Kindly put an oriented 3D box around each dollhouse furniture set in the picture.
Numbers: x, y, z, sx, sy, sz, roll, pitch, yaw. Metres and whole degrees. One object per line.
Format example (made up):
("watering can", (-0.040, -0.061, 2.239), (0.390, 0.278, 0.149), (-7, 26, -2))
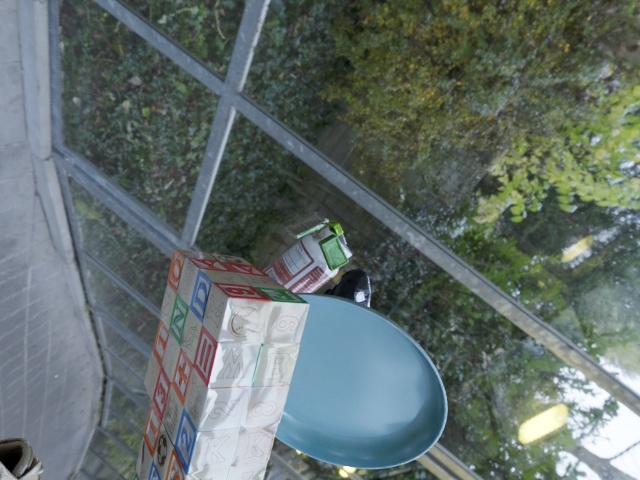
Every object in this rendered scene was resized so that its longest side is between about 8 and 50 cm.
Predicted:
("dollhouse furniture set", (0.000, 0.000, 0.847), (0.076, 0.058, 0.152), (-30, -154, -13))

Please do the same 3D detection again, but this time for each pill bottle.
("pill bottle", (-0.035, 0.065, 1.083), (0.216, 0.121, 0.121), (-38, 178, 7))

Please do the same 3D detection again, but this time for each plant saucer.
("plant saucer", (0.017, 0.198, 0.634), (0.317, 0.318, 0.043), (-55, 180, 34))

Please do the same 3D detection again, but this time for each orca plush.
("orca plush", (0.014, 0.191, 0.976), (0.102, 0.151, 0.287), (-6, 139, -45))

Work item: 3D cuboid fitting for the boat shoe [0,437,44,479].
("boat shoe", (-0.465, 0.358, 0.656), (0.110, 0.122, 0.341), (-48, 153, -32))

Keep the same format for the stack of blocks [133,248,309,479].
("stack of blocks", (-0.125, 0.175, 0.485), (0.171, 0.087, 0.296), (23, -80, 54))
